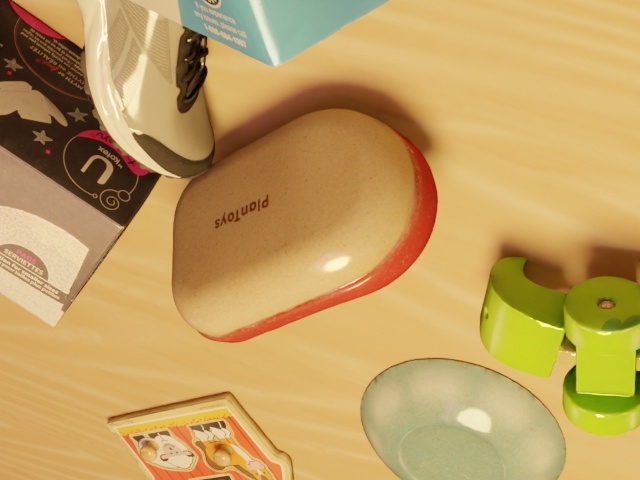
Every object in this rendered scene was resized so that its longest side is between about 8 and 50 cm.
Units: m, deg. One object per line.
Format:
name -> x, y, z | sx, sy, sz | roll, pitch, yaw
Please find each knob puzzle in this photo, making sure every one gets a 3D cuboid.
knob puzzle -> -0.111, 0.247, 1.315 | 0.213, 0.030, 0.213 | 12, 133, 14

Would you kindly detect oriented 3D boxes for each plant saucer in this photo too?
plant saucer -> 0.124, 0.190, 1.153 | 0.195, 0.037, 0.195 | 12, 133, 13

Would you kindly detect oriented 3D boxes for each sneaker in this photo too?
sneaker -> -0.115, -0.158, 0.914 | 0.108, 0.100, 0.271 | 1, 129, 17

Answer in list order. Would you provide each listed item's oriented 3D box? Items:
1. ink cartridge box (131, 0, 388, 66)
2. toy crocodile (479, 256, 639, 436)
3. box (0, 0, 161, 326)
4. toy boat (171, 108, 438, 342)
ink cartridge box -> -0.038, -0.271, 0.658 | 0.198, 0.197, 0.270 | 33, 150, 50
toy crocodile -> 0.286, 0.077, 0.946 | 0.340, 0.105, 0.115 | 3, 130, 16
box -> -0.262, -0.075, 1.020 | 0.247, 0.142, 0.163 | 35, 134, -7
toy boat -> 0.000, 0.000, 0.993 | 0.231, 0.151, 0.151 | -23, 147, 38
